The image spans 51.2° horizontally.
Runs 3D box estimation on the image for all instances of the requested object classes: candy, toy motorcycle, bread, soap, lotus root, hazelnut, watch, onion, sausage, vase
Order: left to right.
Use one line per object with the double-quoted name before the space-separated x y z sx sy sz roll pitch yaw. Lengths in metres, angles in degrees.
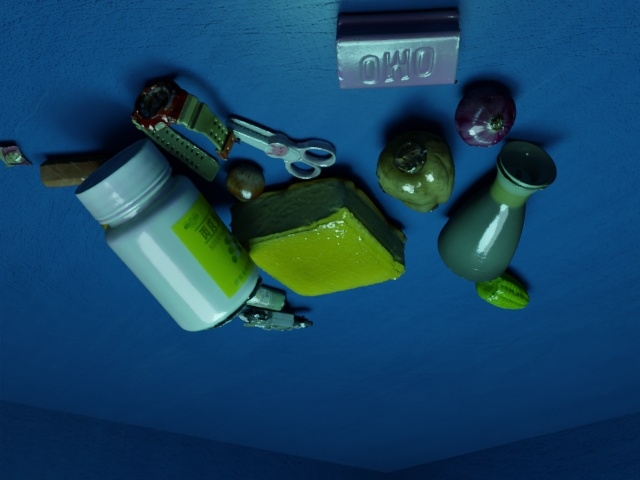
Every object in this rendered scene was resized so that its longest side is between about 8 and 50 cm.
"sausage" -0.510 -0.151 1.432 0.169 0.065 0.065 -4 149 10
"watch" -0.244 -0.199 1.296 0.164 0.102 0.268 5 158 38
"hazelnut" -0.162 -0.126 1.440 0.086 0.087 0.086 2 149 1
"toy motorcycle" -0.143 0.238 2.033 0.224 0.073 0.152 11 171 -27
"bread" 0.000 0.000 1.570 0.323 0.143 0.333 -13 147 27
"soap" 0.127 -0.313 1.107 0.202 0.066 0.122 -2 149 6
"lotus root" 0.191 -0.136 1.335 0.154 0.140 0.257 -19 156 9
"onion" 0.299 -0.227 1.223 0.115 0.115 0.104 17 -169 -23
"vase" 0.377 -0.064 1.434 0.173 0.173 0.321 6 143 -7
"candy" 0.511 0.142 1.834 0.096 0.097 0.209 -25 145 38

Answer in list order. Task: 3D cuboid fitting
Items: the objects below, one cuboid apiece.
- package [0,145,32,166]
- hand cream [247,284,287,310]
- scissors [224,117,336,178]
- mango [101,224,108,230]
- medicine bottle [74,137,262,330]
"package" -0.659 -0.176 1.426 0.059 0.029 0.083 -6 160 -1
"hand cream" -0.199 0.155 1.921 0.235 0.087 0.055 17 -171 -26
"scissors" -0.085 -0.192 1.358 0.242 0.031 0.118 21 145 -31
"mango" -0.396 -0.039 1.537 0.256 0.138 0.187 14 136 -31
"medicine bottle" -0.310 -0.006 1.384 0.213 0.214 0.379 -20 118 33
